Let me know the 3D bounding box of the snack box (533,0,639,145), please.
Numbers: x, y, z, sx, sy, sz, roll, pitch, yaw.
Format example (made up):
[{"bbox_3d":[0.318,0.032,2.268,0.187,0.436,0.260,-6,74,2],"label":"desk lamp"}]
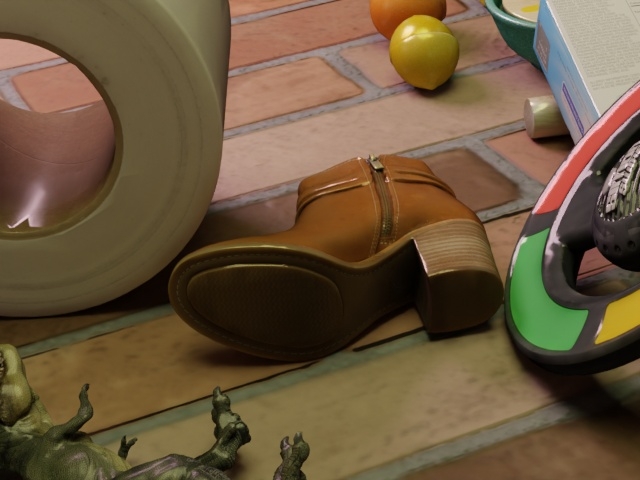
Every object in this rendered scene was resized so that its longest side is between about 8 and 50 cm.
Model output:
[{"bbox_3d":[0.324,-0.110,1.001,0.321,0.060,0.187,-7,47,-7],"label":"snack box"}]

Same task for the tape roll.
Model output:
[{"bbox_3d":[-0.177,-0.098,0.898,0.246,0.246,0.169,-3,31,1],"label":"tape roll"}]

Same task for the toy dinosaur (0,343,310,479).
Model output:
[{"bbox_3d":[-0.072,0.121,0.700,0.118,0.064,0.268,-27,39,-23],"label":"toy dinosaur"}]

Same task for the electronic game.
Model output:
[{"bbox_3d":[0.183,-0.026,0.804,0.048,0.229,0.229,37,25,-18],"label":"electronic game"}]

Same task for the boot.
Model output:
[{"bbox_3d":[0.000,0.000,0.885,0.197,0.073,0.152,2,30,-15],"label":"boot"}]

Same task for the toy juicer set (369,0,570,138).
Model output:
[{"bbox_3d":[0.162,-0.167,1.130,0.209,0.090,0.329,-18,34,-24],"label":"toy juicer set"}]
